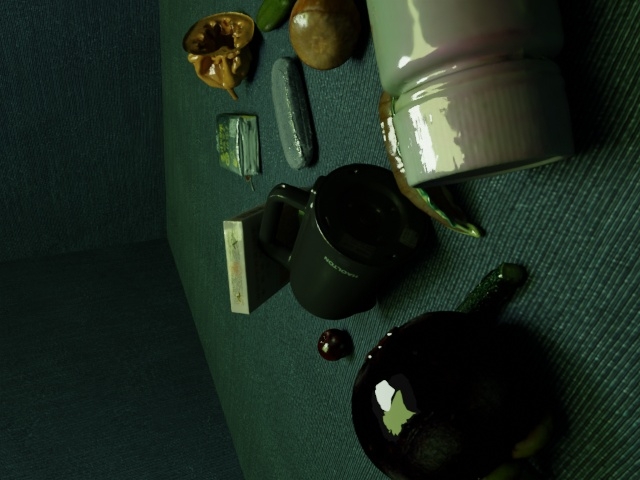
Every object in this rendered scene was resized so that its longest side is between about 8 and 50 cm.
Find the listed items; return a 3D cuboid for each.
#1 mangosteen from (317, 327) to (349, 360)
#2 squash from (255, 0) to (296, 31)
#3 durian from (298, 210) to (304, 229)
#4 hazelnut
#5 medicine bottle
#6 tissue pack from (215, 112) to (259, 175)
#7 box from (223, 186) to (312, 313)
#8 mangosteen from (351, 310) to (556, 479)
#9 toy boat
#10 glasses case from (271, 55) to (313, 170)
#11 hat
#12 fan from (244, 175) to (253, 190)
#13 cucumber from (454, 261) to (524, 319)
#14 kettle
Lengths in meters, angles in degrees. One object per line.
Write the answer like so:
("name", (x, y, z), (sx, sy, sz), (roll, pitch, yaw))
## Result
("mangosteen", (0.034, 0.253, 1.437), (0.081, 0.081, 0.081), (171, 90, -68))
("squash", (-0.118, -0.569, 1.484), (0.252, 0.066, 0.066), (174, 87, -69))
("durian", (0.010, -0.001, 1.369), (0.137, 0.095, 0.221), (-60, -31, -66))
("hazelnut", (0.007, -0.416, 1.153), (0.150, 0.150, 0.150), (171, 90, -68))
("medicine bottle", (0.167, -0.269, 0.707), (0.219, 0.219, 0.388), (165, 95, -68))
("tissue pack", (-0.274, -0.317, 1.939), (0.257, 0.081, 0.185), (-152, 59, -62))
("box", (-0.103, 0.009, 1.378), (0.051, 0.365, 0.205), (3, 107, 22))
("mangosteen", (0.194, 0.253, 0.856), (0.302, 0.275, 0.275), (41, 148, 7))
("toy boat", (0.162, -0.128, 0.941), (0.099, 0.108, 0.293), (-23, 81, 35))
("glasses case", (-0.072, -0.313, 1.472), (0.109, 0.067, 0.282), (158, 104, -64))
("hat", (-0.272, -0.517, 1.784), (0.244, 0.233, 0.233), (26, 147, 29))
("fan", (-0.242, -0.219, 2.005), (0.085, 0.005, 0.133), (114, 142, -53))
("cucumber", (0.235, 0.109, 0.923), (0.257, 0.043, 0.044), (112, 148, -53))
("kettle", (0.023, 0.019, 1.126), (0.308, 0.262, 0.203), (118, 152, -59))
